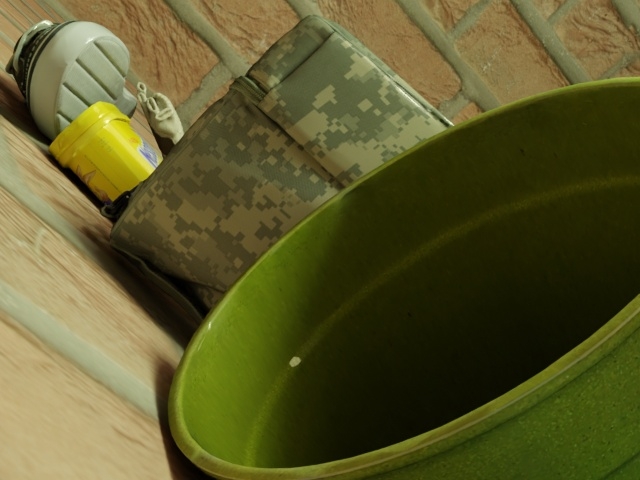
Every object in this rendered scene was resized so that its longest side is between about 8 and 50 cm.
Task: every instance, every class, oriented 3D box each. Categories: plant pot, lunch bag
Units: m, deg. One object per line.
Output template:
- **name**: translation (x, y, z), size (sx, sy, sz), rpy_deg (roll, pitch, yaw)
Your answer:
- **plant pot**: translation (0.151, 0.145, 0.723), size (0.353, 0.366, 0.366), rpy_deg (58, -2, -21)
- **lunch bag**: translation (0.000, 0.000, 0.955), size (0.305, 0.256, 0.212), rpy_deg (44, -11, 1)

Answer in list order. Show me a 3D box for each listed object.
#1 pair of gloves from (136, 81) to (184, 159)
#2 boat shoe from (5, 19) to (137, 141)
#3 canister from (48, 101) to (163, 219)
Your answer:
- **pair of gloves**: translation (-0.155, -0.068, 1.350), size (0.204, 0.042, 0.240), rpy_deg (72, -8, -48)
- **boat shoe**: translation (-0.278, -0.171, 1.190), size (0.119, 0.121, 0.335), rpy_deg (38, -9, -1)
- **canister**: translation (-0.178, -0.051, 1.116), size (0.170, 0.073, 0.126), rpy_deg (47, 2, -3)
